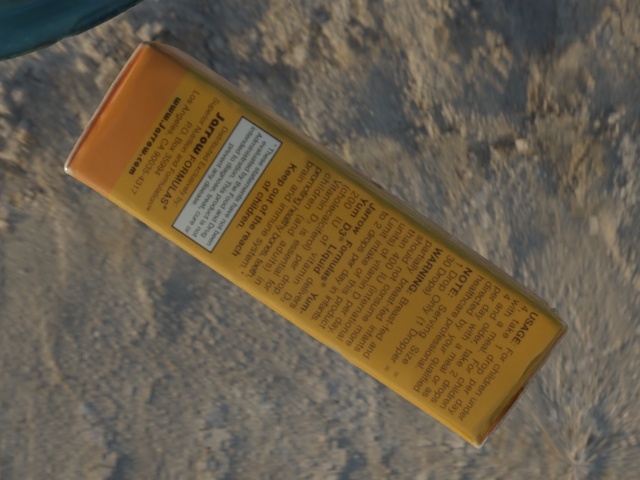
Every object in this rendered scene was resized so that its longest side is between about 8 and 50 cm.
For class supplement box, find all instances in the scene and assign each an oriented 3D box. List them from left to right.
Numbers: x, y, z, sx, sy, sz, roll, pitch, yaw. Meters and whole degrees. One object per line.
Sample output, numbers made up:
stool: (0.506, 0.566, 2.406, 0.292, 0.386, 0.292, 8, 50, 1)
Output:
supplement box: (0.000, 0.000, 0.683, 0.233, 0.078, 0.080, 32, 96, 2)

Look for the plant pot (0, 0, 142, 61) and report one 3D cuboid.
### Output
plant pot: (-0.177, -0.288, 0.470, 0.341, 0.334, 0.341, 2, 54, -3)
